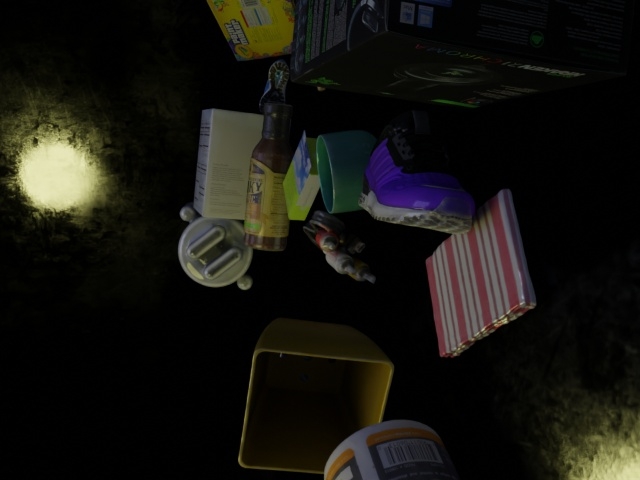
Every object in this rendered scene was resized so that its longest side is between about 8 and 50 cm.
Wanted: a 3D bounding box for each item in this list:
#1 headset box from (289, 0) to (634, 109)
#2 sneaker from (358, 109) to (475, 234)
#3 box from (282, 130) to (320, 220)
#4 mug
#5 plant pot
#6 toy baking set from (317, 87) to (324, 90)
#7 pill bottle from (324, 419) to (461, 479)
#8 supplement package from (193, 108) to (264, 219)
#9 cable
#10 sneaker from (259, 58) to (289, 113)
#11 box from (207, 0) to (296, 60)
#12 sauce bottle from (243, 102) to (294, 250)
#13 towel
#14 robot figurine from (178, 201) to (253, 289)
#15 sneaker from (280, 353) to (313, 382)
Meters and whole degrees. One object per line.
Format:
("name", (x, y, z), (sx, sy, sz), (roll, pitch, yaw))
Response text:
("headset box", (0.120, -0.227, 0.665), (0.283, 0.247, 0.131), (-166, 80, -70))
("sneaker", (0.120, -0.098, 0.841), (0.293, 0.102, 0.146), (-138, 58, -74))
("box", (-0.036, -0.139, 1.406), (0.178, 0.043, 0.108), (118, 149, -49))
("mug", (0.052, -0.114, 1.053), (0.158, 0.098, 0.129), (-142, 43, -78))
("plant pot", (-0.016, 0.237, 1.073), (0.187, 0.212, 0.212), (-103, 22, -70))
("toy baking set", (-0.007, -0.428, 1.297), (0.197, 0.030, 0.256), (-129, 26, -69))
("pill bottle", (0.111, 0.356, 0.727), (0.278, 0.162, 0.162), (-112, 31, -52))
("supplement package", (-0.207, -0.195, 1.666), (0.198, 0.200, 0.262), (-152, 67, -70))
("cable", (0.000, 0.000, 1.165), (0.072, 0.139, 0.287), (-51, 22, -9))
("sneaker", (-0.112, -0.393, 1.667), (0.073, 0.064, 0.162), (-83, 13, -54))
("box", (-0.144, -0.604, 1.425), (0.290, 0.177, 0.279), (62, -156, -69))
("sauce bottle", (-0.117, -0.151, 1.541), (0.111, 0.112, 0.344), (-155, 70, -69))
("towel", (0.187, 0.046, 0.770), (0.197, 0.029, 0.144), (125, 146, -56))
("robot figurine", (-0.290, 0.019, 1.825), (0.299, 0.200, 0.353), (56, 178, -9))
("sneaker", (-0.053, 0.308, 1.328), (0.081, 0.080, 0.211), (124, 145, -51))
